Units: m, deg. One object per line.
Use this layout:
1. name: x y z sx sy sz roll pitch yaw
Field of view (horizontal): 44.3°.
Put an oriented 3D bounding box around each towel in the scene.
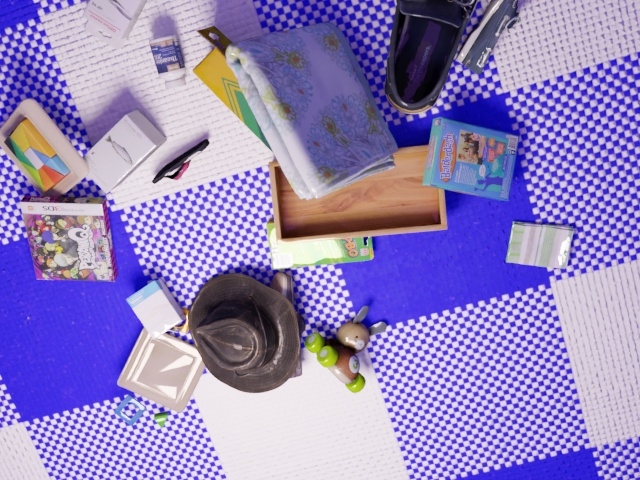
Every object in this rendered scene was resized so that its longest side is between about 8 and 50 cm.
1. towel: 0.546 0.013 1.955 0.152 0.023 0.113 5 107 2
2. towel: -0.003 -0.290 1.717 0.090 0.320 0.374 -28 89 43

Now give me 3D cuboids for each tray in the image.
1. tray: 0.090 -0.111 1.901 0.411 0.076 0.203 -5 94 6

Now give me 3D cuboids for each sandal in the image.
1. sandal: -0.339 -0.183 1.930 0.179 0.067 0.040 -32 115 10

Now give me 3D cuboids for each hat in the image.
1. hat: -0.219 0.244 1.956 0.331 0.134 0.331 4 99 25

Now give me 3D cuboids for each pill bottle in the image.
1. pill bottle: -0.356 -0.420 1.850 0.067 0.067 0.120 -12 107 7

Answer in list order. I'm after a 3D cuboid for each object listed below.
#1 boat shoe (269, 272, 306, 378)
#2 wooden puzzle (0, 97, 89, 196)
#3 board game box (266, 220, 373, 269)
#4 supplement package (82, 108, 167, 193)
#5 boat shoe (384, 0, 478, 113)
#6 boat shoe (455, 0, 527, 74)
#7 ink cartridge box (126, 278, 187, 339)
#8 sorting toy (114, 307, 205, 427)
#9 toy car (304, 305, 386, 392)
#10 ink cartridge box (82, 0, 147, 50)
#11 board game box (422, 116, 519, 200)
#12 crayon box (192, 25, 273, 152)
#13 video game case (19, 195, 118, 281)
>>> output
1. boat shoe: -0.084 0.222 2.031 0.092 0.103 0.285 -1 96 -22
2. wooden puzzle: -0.681 -0.208 1.895 0.238 0.044 0.221 -23 108 48
3. board game box: 0.000 0.000 1.980 0.259 0.039 0.124 -5 106 8
4. supplement package: -0.480 -0.217 1.904 0.179 0.105 0.105 -41 98 14
5. boat shoe: 0.253 -0.519 1.732 0.186 0.156 0.500 15 107 3
6. boat shoe: 0.403 -0.493 1.763 0.079 0.095 0.254 31 109 -5
7. ink cartridge box: -0.414 0.183 2.014 0.090 0.092 0.143 -33 90 0
8. sorting toy: -0.417 0.340 2.102 0.196 0.047 0.348 26 93 -10
9. toy car: 0.085 0.263 2.015 0.188 0.149 0.155 -46 123 -3
10. ink cartridge box: -0.476 -0.540 1.823 0.104 0.060 0.180 31 107 -7
11. board game box: 0.352 -0.188 1.837 0.210 0.047 0.160 10 90 -18
12. crayon box: -0.170 -0.345 1.794 0.081 0.202 0.318 -42 100 15
13. video game case: -0.635 -0.003 1.994 0.210 0.042 0.232 2 120 3
